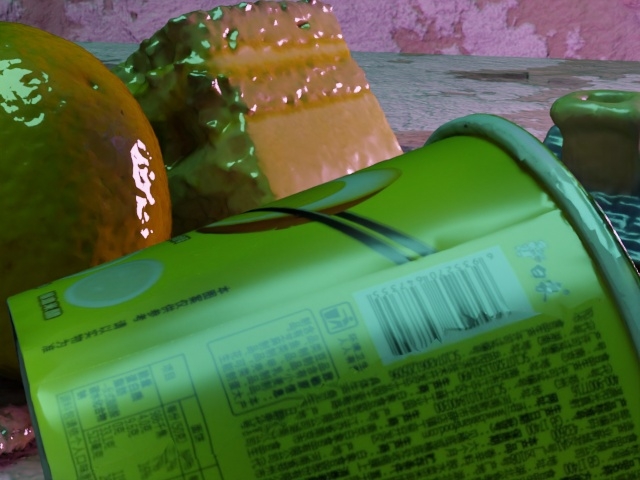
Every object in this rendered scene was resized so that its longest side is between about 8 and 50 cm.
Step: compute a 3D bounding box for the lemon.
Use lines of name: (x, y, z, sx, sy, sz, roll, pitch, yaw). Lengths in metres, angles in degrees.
lemon: (-0.232, -0.027, 1.017, 0.267, 0.267, 0.267, 1, 15, 0)

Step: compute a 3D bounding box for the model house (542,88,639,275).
model house: (0.232, 0.048, 0.864, 0.321, 0.266, 0.261, 10, 13, 30)

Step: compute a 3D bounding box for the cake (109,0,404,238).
cake: (-0.067, -0.033, 1.189, 0.222, 0.286, 0.227, -31, -9, 39)

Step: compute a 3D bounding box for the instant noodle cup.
instant noodle cup: (-0.003, 0.112, 0.602, 0.221, 0.311, 0.311, -12, 18, -14)

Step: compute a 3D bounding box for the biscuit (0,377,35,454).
biscuit: (-0.298, 0.120, 0.993, 0.220, 0.033, 0.220, 2, 13, 0)
